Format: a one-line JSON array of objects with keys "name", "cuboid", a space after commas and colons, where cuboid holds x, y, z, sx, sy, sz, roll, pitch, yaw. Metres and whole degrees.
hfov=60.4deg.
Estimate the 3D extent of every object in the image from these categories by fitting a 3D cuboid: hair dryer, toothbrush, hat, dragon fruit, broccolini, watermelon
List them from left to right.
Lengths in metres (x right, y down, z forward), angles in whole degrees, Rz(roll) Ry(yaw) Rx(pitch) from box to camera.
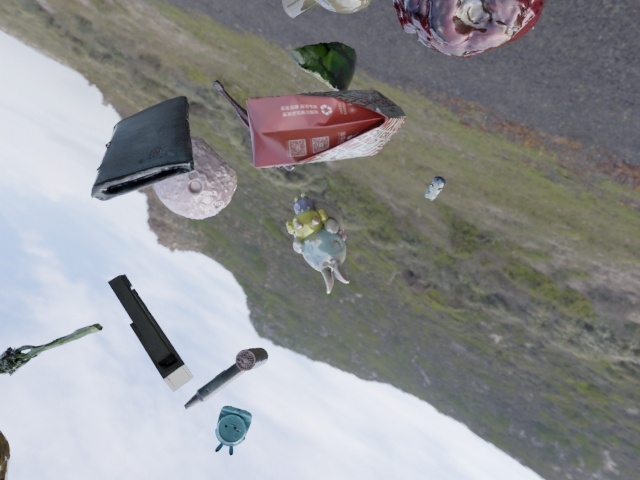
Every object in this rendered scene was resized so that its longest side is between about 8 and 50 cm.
[{"name": "broccolini", "cuboid": [-0.594, 0.224, 1.183, 0.071, 0.255, 0.057, 68, -171, 15]}, {"name": "hair dryer", "cuboid": [-0.209, 0.305, 1.217, 0.050, 0.195, 0.173, 54, 179, 12]}, {"name": "toothbrush", "cuboid": [-0.206, -0.358, 1.730, 0.364, 0.041, 0.041, 46, 177, -20]}, {"name": "hat", "cuboid": [0.017, -0.551, 1.286, 0.144, 0.173, 0.166, 54, -144, 10]}, {"name": "watermelon", "cuboid": [0.021, -0.440, 1.398, 0.129, 0.123, 0.301, 19, -169, 9]}, {"name": "dragon fruit", "cuboid": [0.287, -0.505, 1.051, 0.329, 0.329, 0.329, 31, -178, -1]}]

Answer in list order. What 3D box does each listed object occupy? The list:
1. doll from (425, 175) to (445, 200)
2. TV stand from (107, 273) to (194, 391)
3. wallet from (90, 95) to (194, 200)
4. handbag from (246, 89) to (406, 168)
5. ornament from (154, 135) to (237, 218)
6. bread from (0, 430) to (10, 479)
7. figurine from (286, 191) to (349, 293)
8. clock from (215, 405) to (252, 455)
[{"name": "doll", "cuboid": [0.313, -0.141, 1.510, 0.037, 0.027, 0.125, 27, 159, 6]}, {"name": "TV stand", "cuboid": [-0.299, 0.151, 0.949, 0.256, 0.040, 0.049, 41, 157, 38]}, {"name": "wallet", "cuboid": [-0.355, -0.202, 1.125, 0.379, 0.191, 0.046, -114, 5, -57]}, {"name": "handbag", "cuboid": [0.016, -0.227, 1.108, 0.298, 0.151, 0.171, 1, -168, 25]}, {"name": "ornament", "cuboid": [-0.394, -0.188, 1.701, 0.259, 0.225, 0.259, 44, 179, 1]}, {"name": "bread", "cuboid": [-0.675, 0.411, 0.963, 0.230, 0.230, 0.123, 32, 138, 8]}, {"name": "figurine", "cuboid": [0.000, 0.000, 1.258, 0.235, 0.127, 0.155, -104, -5, -58]}, {"name": "clock", "cuboid": [-0.287, 0.613, 1.766, 0.108, 0.147, 0.045, 16, 154, -1]}]
